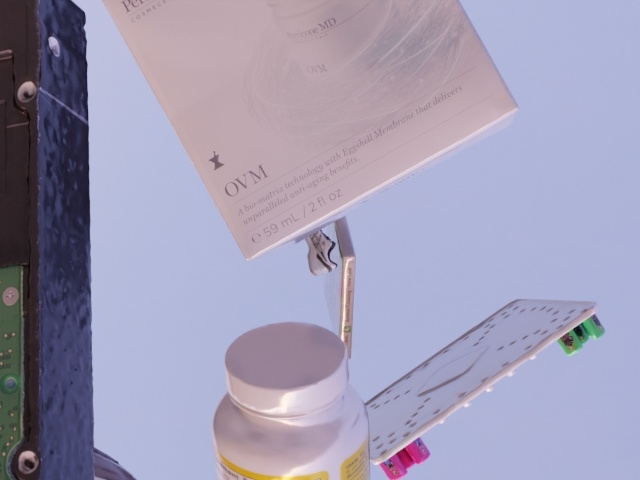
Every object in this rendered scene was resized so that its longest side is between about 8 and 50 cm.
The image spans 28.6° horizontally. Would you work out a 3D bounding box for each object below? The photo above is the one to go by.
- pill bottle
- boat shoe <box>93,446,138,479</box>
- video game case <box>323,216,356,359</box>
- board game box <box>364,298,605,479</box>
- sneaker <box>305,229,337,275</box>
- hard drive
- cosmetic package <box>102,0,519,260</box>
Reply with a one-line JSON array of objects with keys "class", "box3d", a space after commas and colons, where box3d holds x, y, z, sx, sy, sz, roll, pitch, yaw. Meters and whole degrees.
[{"class": "pill bottle", "box3d": [-0.033, 0.274, 1.510, 0.188, 0.188, 0.333, -134, -144, -54]}, {"class": "boat shoe", "box3d": [-0.249, 0.197, 1.095, 0.117, 0.324, 0.096, -29, -124, 15]}, {"class": "video game case", "box3d": [0.029, 0.053, 2.017, 0.212, 0.023, 0.193, -103, -167, -59]}, {"class": "board game box", "box3d": [0.215, 0.219, 1.929, 0.390, 0.050, 0.390, -33, -177, -8]}, {"class": "sneaker", "box3d": [0.000, 0.000, 1.528, 0.037, 0.032, 0.083, -12, -91, 10]}, {"class": "hard drive", "box3d": [-0.228, 0.049, 0.621, 0.237, 0.064, 0.338, -9, -108, 15]}, {"class": "cosmetic package", "box3d": [-0.003, -0.136, 0.945, 0.224, 0.224, 0.138, -30, 178, 7]}]
